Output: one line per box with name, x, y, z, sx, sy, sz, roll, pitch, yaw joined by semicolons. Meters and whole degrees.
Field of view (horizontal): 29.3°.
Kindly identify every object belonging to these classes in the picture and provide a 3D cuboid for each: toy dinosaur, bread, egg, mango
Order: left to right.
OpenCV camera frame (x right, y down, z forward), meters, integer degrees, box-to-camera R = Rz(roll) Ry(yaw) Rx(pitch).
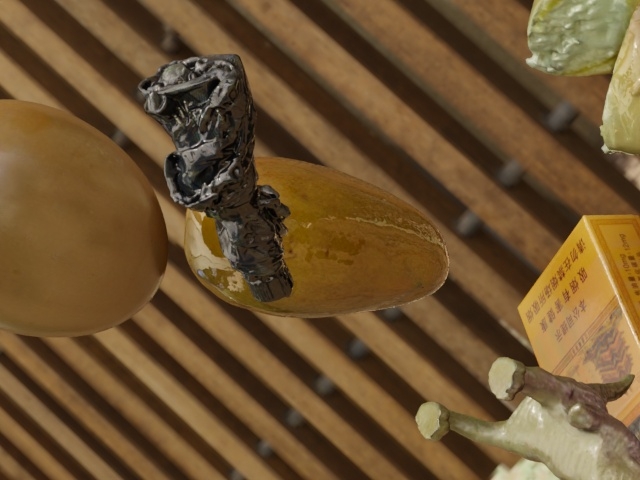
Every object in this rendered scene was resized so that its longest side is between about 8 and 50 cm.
egg;-0.378;-0.024;1.627;0.301;0.374;0.301;-56;17;27
mango;0.000;0.000;1.900;0.300;0.446;0.232;39;118;58
toy dinosaur;0.164;0.122;0.777;0.072;0.200;0.251;-68;17;4
bread;0.344;-0.222;1.112;0.333;0.333;0.160;-46;-41;-24

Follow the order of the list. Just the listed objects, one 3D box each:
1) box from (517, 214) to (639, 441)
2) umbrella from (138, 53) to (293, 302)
box;0.306;0.132;1.239;0.076;0.274;0.174;-2;-35;-20
umbrella;-0.069;-0.033;0.924;0.080;0.224;0.071;-12;42;8
